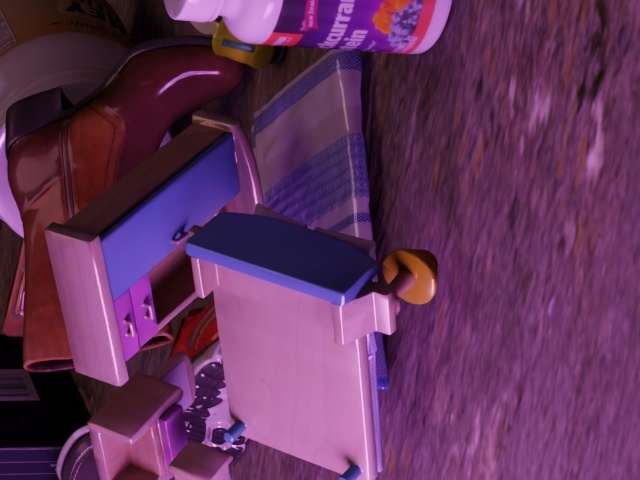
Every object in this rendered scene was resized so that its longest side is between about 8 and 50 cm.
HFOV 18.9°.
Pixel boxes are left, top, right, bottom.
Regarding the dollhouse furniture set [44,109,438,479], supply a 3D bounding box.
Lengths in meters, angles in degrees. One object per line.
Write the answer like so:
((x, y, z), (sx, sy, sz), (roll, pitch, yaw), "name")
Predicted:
((-0.018, 0.073, 1.488), (0.303, 0.198, 0.286), (16, 130, 31), "dollhouse furniture set")

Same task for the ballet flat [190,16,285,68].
((-0.097, -0.230, 1.780), (0.231, 0.077, 0.077), (-118, 35, -54), "ballet flat")

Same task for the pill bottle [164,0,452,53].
((-0.011, -0.192, 1.379), (0.108, 0.193, 0.108), (-179, 90, -70), "pill bottle")

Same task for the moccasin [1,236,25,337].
((-0.340, -0.071, 2.317), (0.139, 0.147, 0.380), (-179, 90, -79), "moccasin")

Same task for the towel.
((0.000, 0.000, 1.570), (0.209, 0.034, 0.285), (146, 122, -63), "towel")

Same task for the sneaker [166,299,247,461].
((-0.103, 0.124, 1.771), (0.279, 0.107, 0.118), (-46, 36, 48), "sneaker")

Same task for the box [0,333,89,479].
((-0.414, 0.327, 2.449), (0.343, 0.179, 0.312), (-131, 45, -62), "box")

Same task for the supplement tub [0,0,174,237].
((-0.287, -0.140, 2.070), (0.316, 0.228, 0.228), (-125, 41, -58), "supplement tub")

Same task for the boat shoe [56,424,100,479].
((-0.256, 0.303, 2.174), (0.068, 0.081, 0.227), (-114, 25, -44), "boat shoe")

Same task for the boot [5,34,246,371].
((-0.173, -0.036, 1.780), (0.096, 0.264, 0.280), (56, -160, -60), "boot")
